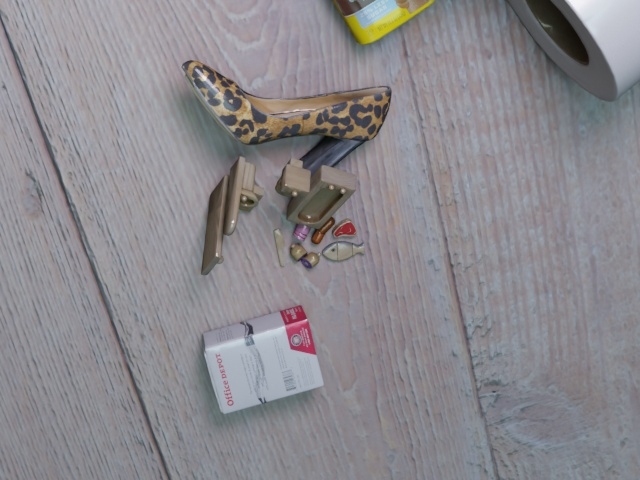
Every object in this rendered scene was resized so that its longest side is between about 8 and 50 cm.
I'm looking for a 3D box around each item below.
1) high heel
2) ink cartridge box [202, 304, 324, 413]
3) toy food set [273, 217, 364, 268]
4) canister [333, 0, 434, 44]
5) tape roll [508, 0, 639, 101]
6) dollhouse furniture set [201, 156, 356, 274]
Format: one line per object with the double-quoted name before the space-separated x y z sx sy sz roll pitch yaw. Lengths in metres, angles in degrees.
"high heel" -0.037 -0.192 1.289 0.186 0.093 0.261 -42 127 11
"ink cartridge box" -0.082 0.167 1.424 0.151 0.063 0.109 -15 111 -6
"toy food set" 0.000 0.000 1.407 0.122 0.019 0.077 -13 110 -7
"canister" 0.057 -0.349 1.273 0.126 0.073 0.170 -34 113 0
"tape roll" 0.353 -0.318 1.251 0.169 0.246 0.246 -38 111 3
"dollhouse furniture set" -0.054 -0.021 1.304 0.151 0.123 0.144 16 148 -20
